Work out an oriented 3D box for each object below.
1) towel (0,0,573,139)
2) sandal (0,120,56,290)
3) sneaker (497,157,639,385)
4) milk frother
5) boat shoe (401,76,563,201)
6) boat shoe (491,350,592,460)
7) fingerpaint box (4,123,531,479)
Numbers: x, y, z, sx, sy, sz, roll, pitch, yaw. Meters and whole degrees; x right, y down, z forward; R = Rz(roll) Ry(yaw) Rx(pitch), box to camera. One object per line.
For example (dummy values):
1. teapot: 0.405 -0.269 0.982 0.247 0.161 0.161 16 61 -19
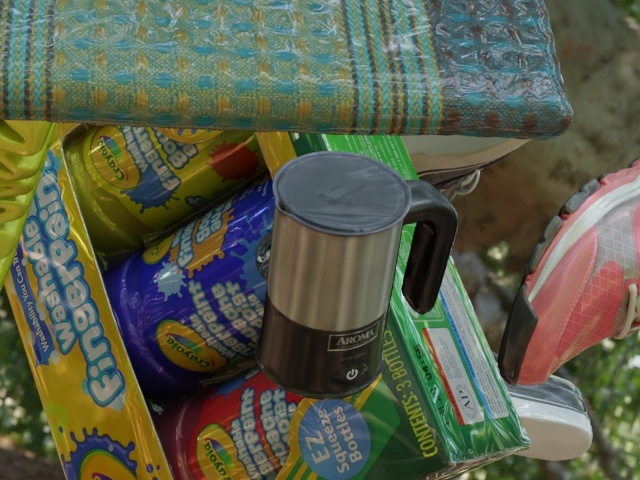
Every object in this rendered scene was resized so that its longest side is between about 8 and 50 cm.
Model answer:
1. towel: -0.092 -0.146 0.574 0.370 0.271 0.040 3 -40 -7
2. sandal: -0.275 -0.047 0.955 0.138 0.126 0.317 16 -48 -11
3. sneaker: 0.252 0.007 0.916 0.136 0.314 0.116 38 -28 23
4. milk frother: 0.000 0.000 0.837 0.143 0.134 0.129 35 44 31
5. boat shoe: 0.137 -0.108 1.402 0.341 0.127 0.158 -13 -20 39
6. boat shoe: 0.188 0.180 1.582 0.301 0.102 0.108 14 -45 -14
7. fingerpaint box: -0.082 0.049 1.165 0.371 0.444 0.163 -28 -16 28
